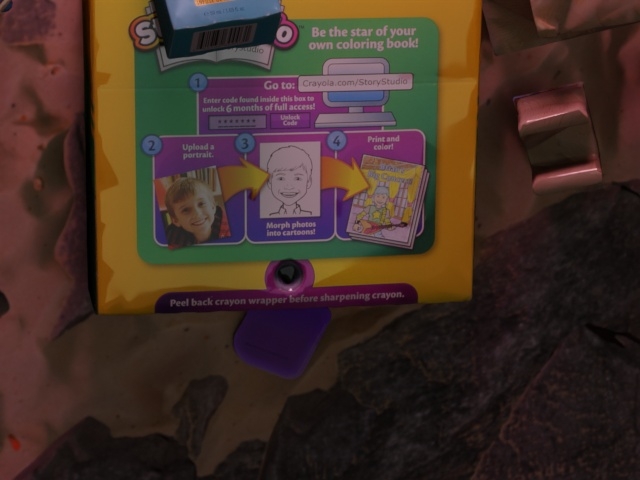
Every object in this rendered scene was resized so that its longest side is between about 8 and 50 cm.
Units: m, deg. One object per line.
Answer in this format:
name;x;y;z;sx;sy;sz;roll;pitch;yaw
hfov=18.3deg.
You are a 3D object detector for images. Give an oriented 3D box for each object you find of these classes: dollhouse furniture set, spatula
dollhouse furniture set;0.347;-0.289;1.919;0.394;0.256;0.362;-12;110;10
spatula;0.000;0.000;1.965;0.084;0.030;0.296;20;100;-18

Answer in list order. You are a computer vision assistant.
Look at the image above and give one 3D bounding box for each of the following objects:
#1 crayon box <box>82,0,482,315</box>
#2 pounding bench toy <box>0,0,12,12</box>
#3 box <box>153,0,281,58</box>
crayon box;-0.038;-0.097;1.863;0.363;0.106;0.313;-2;102;-10
pounding bench toy;-0.325;-0.212;1.794;0.065;0.052;0.083;41;92;-23
box;-0.112;-0.287;1.757;0.100;0.060;0.244;-11;71;-13
